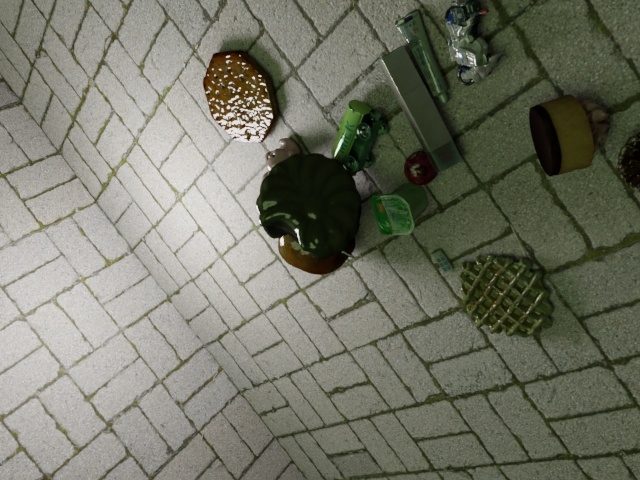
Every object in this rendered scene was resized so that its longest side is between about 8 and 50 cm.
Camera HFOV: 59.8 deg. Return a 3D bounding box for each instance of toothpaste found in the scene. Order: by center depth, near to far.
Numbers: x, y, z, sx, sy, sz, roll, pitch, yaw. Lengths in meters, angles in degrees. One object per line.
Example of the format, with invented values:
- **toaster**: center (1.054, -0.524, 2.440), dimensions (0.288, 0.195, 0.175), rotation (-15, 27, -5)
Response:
- **toothpaste**: center (0.298, -0.511, 1.576), dimensions (0.269, 0.047, 0.069), rotation (62, 154, -9)

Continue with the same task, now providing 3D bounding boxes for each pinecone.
- **pinecone**: center (0.782, -0.179, 1.311), dimensions (0.162, 0.165, 0.163), rotation (17, 118, 35)

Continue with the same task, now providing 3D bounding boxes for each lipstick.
- **lipstick**: center (0.291, -0.380, 1.628), dimensions (0.079, 0.076, 0.372), rotation (-30, 99, 3)

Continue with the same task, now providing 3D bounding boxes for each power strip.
- **power strip**: center (0.416, 0.068, 1.889), dimensions (0.040, 0.016, 0.090), rotation (-30, 97, 47)

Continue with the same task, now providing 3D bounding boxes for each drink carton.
- **drink carton**: center (0.268, -0.111, 1.801), dimensions (0.144, 0.142, 0.146), rotation (1, 118, 42)

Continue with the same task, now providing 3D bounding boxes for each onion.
- **onion**: center (0.310, -0.223, 1.727), dimensions (0.107, 0.097, 0.107), rotation (6, 116, 13)

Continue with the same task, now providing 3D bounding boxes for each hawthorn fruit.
- **hawthorn fruit**: center (0.000, 0.000, 2.024), dimensions (0.300, 0.268, 0.268), rotation (30, 133, 15)

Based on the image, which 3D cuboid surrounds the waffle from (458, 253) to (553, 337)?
- **waffle**: center (0.591, 0.183, 1.794), dimensions (0.291, 0.056, 0.310), rotation (-1, 115, 41)

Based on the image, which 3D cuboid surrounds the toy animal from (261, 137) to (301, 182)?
- **toy animal**: center (-0.152, -0.279, 1.990), dimensions (0.124, 0.212, 0.124), rotation (18, 131, 21)

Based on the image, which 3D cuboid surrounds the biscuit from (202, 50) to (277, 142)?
- **biscuit**: center (-0.299, -0.527, 2.061), dimensions (0.358, 0.046, 0.360), rotation (21, 129, 27)

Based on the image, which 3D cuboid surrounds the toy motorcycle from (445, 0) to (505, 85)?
- **toy motorcycle**: center (0.400, -0.519, 1.452), dimensions (0.150, 0.102, 0.221), rotation (8, 123, 51)

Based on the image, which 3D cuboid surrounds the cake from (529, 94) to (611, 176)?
- **cake**: center (0.628, -0.266, 1.374), dimensions (0.178, 0.208, 0.185), rotation (-14, 109, 15)

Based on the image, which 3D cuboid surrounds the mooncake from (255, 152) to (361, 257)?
- **mooncake**: center (-0.028, -0.118, 1.831), dimensions (0.351, 0.351, 0.187), rotation (34, 166, 17)

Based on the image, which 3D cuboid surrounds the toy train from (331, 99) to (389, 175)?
- **toy train**: center (0.114, -0.338, 1.817), dimensions (0.157, 0.105, 0.253), rotation (45, 139, 23)
